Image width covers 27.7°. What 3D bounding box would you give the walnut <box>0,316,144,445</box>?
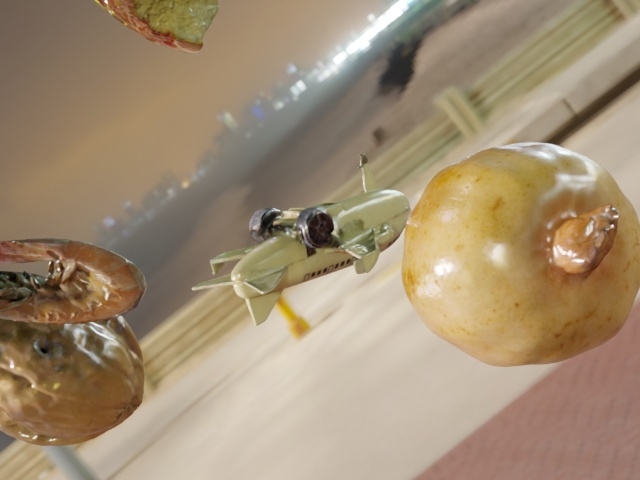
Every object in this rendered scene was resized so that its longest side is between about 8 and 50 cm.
[{"bbox_3d":[-0.333,0.152,1.599,0.198,0.245,0.198,-157,90,-83],"label":"walnut"}]

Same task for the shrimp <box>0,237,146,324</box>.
[{"bbox_3d":[-0.298,0.036,1.275,0.251,0.052,0.143,-2,-35,-8],"label":"shrimp"}]

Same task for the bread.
[{"bbox_3d":[-0.194,-0.273,1.423,0.125,0.156,0.086,13,68,49],"label":"bread"}]

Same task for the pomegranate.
[{"bbox_3d":[0.170,0.016,1.095,0.207,0.207,0.207,-38,5,4],"label":"pomegranate"}]

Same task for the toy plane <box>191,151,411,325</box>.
[{"bbox_3d":[0.000,0.000,1.311,0.256,0.104,0.242,-37,22,-35],"label":"toy plane"}]
